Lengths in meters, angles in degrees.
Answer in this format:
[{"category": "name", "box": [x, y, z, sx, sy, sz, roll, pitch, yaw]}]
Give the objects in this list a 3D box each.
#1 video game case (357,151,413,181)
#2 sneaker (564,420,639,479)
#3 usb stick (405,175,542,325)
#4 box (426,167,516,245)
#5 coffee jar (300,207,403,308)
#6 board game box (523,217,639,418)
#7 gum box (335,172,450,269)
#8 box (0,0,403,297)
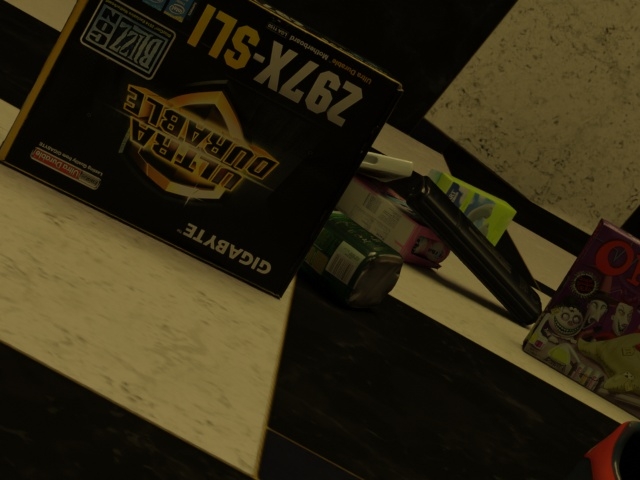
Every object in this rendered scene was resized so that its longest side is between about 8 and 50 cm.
[{"category": "video game case", "box": [0.022, -0.124, 2.021, 0.206, 0.026, 0.227, 13, -1, -6]}, {"category": "sneaker", "box": [0.325, 0.267, 1.008, 0.350, 0.148, 0.131, 38, 13, 33]}, {"category": "usb stick", "box": [0.223, 0.014, 1.930, 0.278, 0.045, 0.077, 45, 20, -18]}, {"category": "box", "box": [0.234, -0.042, 2.243, 0.178, 0.109, 0.042, 22, 15, -34]}, {"category": "coffee jar", "box": [0.000, 0.000, 1.539, 0.184, 0.079, 0.096, 37, 16, 29]}, {"category": "board game box", "box": [0.470, 0.145, 1.772, 0.347, 0.208, 0.056, 30, 11, 2]}, {"category": "gum box", "box": [0.104, -0.031, 1.981, 0.188, 0.062, 0.107, 39, 15, 37]}, {"category": "box", "box": [-0.118, -0.125, 1.332, 0.322, 0.257, 0.079, 28, 11, -16]}]
